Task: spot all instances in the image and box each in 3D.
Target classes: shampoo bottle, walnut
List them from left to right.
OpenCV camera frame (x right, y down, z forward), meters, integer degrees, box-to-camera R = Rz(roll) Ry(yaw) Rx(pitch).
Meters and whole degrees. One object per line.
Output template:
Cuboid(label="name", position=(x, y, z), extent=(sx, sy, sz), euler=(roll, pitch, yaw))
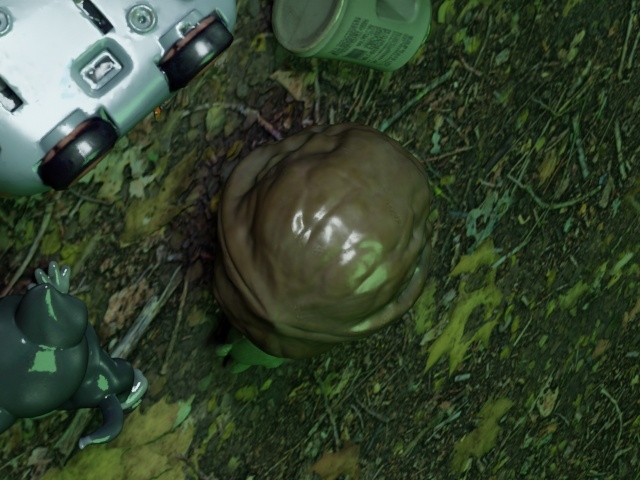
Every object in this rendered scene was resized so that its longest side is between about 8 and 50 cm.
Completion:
Cuboid(label="walnut", position=(0.002, -0.001, 2.070), extent=(0.273, 0.273, 0.227), euler=(-41, 113, -27))
Cuboid(label="shampoo bottle", position=(0.050, -0.243, 2.064), extent=(0.234, 0.087, 0.118), euler=(4, 114, -56))

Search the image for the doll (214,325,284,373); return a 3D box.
Cuboid(label="doll", position=(-0.065, 0.115, 2.245), extent=(0.115, 0.077, 0.150), euler=(-22, 163, 11))

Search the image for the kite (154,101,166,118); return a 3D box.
Cuboid(label="kite", position=(-0.149, -0.226, 1.873), extent=(0.125, 0.008, 0.222), euler=(13, 105, -55))

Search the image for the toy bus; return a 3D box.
Cuboid(label="toy bus", position=(-0.219, -0.157, 1.635), extent=(0.287, 0.194, 0.232), euler=(-44, -179, -19))

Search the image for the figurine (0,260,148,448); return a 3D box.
Cuboid(label="figurine", position=(-0.273, 0.139, 1.896), extent=(0.193, 0.140, 0.265), euler=(-42, 134, 4))
